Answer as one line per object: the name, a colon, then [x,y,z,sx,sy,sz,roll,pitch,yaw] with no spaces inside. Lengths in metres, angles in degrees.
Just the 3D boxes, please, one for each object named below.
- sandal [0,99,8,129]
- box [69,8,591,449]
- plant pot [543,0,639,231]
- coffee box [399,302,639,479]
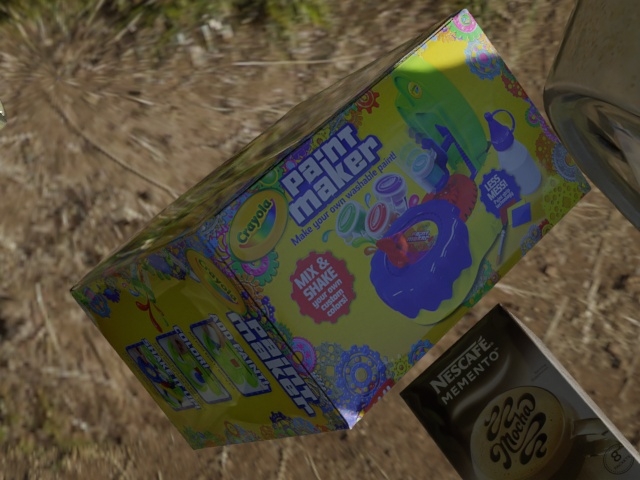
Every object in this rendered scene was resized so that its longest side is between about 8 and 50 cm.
sandal: [-0.467,-0.166,1.452,0.302,0.120,0.086,8,134,-42]
box: [0.000,0.000,1.101,0.290,0.279,0.177,-41,99,-28]
plant pot: [0.196,-0.100,0.373,0.256,0.256,0.274,41,88,-12]
coffee box: [0.246,0.237,1.583,0.168,0.297,0.119,-44,138,6]
